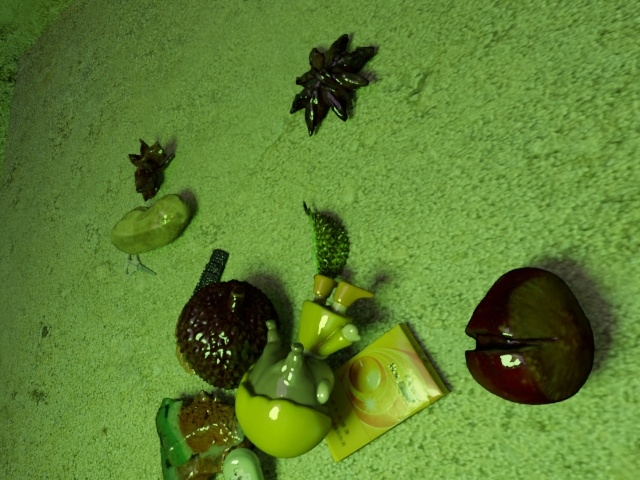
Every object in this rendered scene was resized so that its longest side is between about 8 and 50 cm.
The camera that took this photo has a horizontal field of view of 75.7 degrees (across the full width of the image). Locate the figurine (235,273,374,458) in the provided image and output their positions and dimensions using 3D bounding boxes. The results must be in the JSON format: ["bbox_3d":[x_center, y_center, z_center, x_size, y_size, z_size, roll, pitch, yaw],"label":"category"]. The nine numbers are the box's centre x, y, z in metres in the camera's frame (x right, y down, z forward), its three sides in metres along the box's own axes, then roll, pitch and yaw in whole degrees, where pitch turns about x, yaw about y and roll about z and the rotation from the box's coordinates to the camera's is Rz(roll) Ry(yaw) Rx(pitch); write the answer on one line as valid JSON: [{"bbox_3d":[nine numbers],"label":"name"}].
[{"bbox_3d":[-0.032,0.232,0.798,0.343,0.187,0.215,-65,18,-11],"label":"figurine"}]

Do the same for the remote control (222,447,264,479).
[{"bbox_3d":[-0.151,0.554,0.880,0.078,0.042,0.221,-14,92,2],"label":"remote control"}]

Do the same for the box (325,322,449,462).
[{"bbox_3d":[0.099,0.300,0.810,0.269,0.043,0.152,-44,58,21],"label":"box"}]

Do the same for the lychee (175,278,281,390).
[{"bbox_3d":[-0.207,0.217,0.935,0.236,0.236,0.271,35,131,35],"label":"lychee"}]

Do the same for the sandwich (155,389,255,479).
[{"bbox_3d":[-0.289,0.470,0.968,0.301,0.162,0.250,-27,60,25],"label":"sandwich"}]

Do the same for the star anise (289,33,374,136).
[{"bbox_3d":[0.003,-0.390,0.996,0.272,0.103,0.271,-11,72,36],"label":"star anise"}]

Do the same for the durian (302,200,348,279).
[{"bbox_3d":[0.000,0.000,0.930,0.100,0.086,0.215,-22,69,45],"label":"durian"}]

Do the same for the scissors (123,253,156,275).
[{"bbox_3d":[-0.599,0.088,1.369,0.189,0.015,0.100,16,90,34],"label":"scissors"}]

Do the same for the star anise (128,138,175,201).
[{"bbox_3d":[-0.570,-0.230,1.360,0.213,0.111,0.195,-7,70,42],"label":"star anise"}]

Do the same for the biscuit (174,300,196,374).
[{"bbox_3d":[-0.346,0.247,1.138,0.145,0.033,0.224,4,77,36],"label":"biscuit"}]

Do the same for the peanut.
[{"bbox_3d":[-0.518,-0.046,1.266,0.306,0.147,0.146,-15,71,28],"label":"peanut"}]

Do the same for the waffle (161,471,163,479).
[{"bbox_3d":[-0.364,0.629,1.076,0.135,0.021,0.092,-37,61,23],"label":"waffle"}]

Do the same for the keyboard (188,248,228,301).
[{"bbox_3d":[-0.313,0.116,1.131,0.060,0.018,0.195,13,75,35],"label":"keyboard"}]

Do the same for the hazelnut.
[{"bbox_3d":[0.313,0.143,0.631,0.178,0.178,0.203,-6,71,34],"label":"hazelnut"}]
